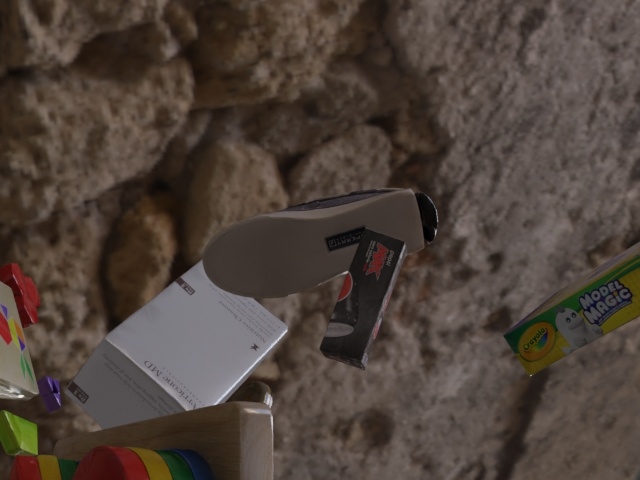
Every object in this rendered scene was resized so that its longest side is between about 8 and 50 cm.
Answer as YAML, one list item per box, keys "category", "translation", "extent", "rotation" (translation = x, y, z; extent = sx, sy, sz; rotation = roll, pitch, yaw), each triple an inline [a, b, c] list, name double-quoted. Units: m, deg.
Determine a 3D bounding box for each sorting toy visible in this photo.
- category: "sorting toy"
  translation: [-0.139, 0.239, 0.761]
  extent: [0.257, 0.089, 0.255]
  rotation: [-21, -116, 50]

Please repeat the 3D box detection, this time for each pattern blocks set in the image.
- category: "pattern blocks set"
  translation: [-0.360, 0.100, 1.318]
  extent: [0.325, 0.026, 0.285]
  rotation: [65, 5, -63]

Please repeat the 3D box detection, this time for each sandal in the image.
- category: "sandal"
  translation: [-0.102, 0.218, 1.357]
  extent: [0.072, 0.180, 0.049]
  rotation: [-16, -56, 28]

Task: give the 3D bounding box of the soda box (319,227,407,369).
- category: "soda box"
  translation: [0.055, 0.074, 1.543]
  extent: [0.060, 0.169, 0.053]
  rotation: [19, -12, 10]

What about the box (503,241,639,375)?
- category: "box"
  translation: [0.230, 0.031, 0.899]
  extent: [0.179, 0.105, 0.043]
  rotation: [-35, -94, 38]

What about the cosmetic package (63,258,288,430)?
- category: "cosmetic package"
  translation: [-0.240, 0.206, 2.104]
  extent: [0.217, 0.385, 0.156]
  rotation: [40, -63, 2]

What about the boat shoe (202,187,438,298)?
- category: "boat shoe"
  translation: [0.000, 0.000, 1.788]
  extent: [0.158, 0.340, 0.127]
  rotation: [-91, 170, -84]
